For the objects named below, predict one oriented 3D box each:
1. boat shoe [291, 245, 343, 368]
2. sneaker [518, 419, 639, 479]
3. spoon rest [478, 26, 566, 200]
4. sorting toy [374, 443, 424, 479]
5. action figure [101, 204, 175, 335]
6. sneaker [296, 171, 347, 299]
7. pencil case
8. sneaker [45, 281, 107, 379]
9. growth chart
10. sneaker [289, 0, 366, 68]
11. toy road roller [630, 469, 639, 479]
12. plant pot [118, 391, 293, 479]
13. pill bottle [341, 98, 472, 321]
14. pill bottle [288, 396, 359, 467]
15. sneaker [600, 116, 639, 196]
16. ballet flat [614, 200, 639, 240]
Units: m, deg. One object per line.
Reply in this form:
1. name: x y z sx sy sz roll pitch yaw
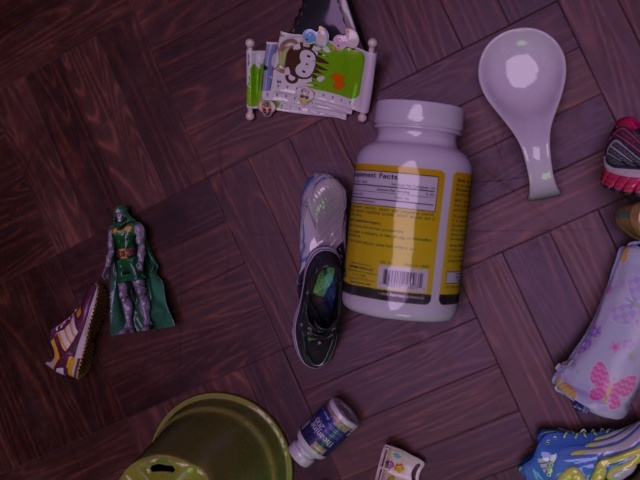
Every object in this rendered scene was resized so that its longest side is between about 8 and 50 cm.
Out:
1. boat shoe: 0.002 0.124 1.434 0.080 0.076 0.228 6 113 -11
2. sneaker: 0.416 0.331 1.366 0.240 0.091 0.126 -42 82 12
3. spoon rest: 0.334 -0.203 1.374 0.137 0.084 0.276 -11 90 14
4. sorting toy: 0.135 0.389 1.463 0.075 0.045 0.083 15 95 5
5. action figure: -0.345 0.050 1.560 0.137 0.063 0.232 -10 86 17
6. sneaker: 0.000 0.000 1.473 0.085 0.086 0.237 3 106 -14
7. pencil case: 0.469 0.140 1.337 0.124 0.113 0.273 31 99 32
8. sneaker: -0.452 0.159 1.582 0.084 0.069 0.185 17 95 7
9. growth chart: -0.020 -0.277 1.455 0.237 0.021 0.172 5 123 13
10. sneaker: -0.012 -0.403 1.452 0.118 0.083 0.222 -18 88 14
11. toy road roller: 0.589 0.482 1.250 0.329 0.240 0.202 39 99 10
12. plant pot: -0.209 0.413 1.436 0.276 0.254 0.276 0 91 13
13. pill bottle: 0.141 -0.048 1.372 0.188 0.188 0.334 7 93 13
14. pill bottle: 0.003 0.331 1.477 0.120 0.067 0.067 -46 81 11
15. sneaker: 0.556 -0.109 1.228 0.299 0.121 0.112 9 102 24
16. ballet flat: 0.544 -0.012 1.313 0.232 0.073 0.080 22 81 -26
